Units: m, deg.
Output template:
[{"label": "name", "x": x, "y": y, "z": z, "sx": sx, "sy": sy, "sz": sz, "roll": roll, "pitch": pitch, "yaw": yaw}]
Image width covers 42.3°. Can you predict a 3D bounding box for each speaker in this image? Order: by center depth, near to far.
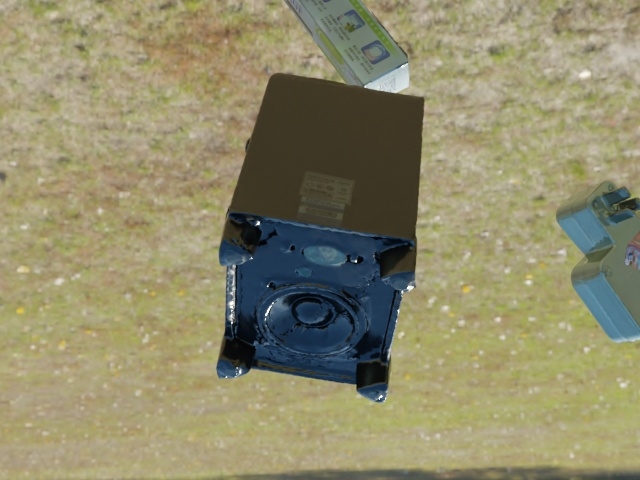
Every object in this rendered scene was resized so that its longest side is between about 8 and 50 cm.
[{"label": "speaker", "x": 0.000, "y": 0.000, "z": 0.852, "sx": 0.184, "sy": 0.254, "sz": 0.232, "roll": 9, "pitch": 135, "yaw": 2}]

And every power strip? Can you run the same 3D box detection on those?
[{"label": "power strip", "x": 0.555, "y": 0.015, "z": 1.474, "sx": 0.229, "sy": 0.261, "sz": 0.141, "roll": -38, "pitch": -176, "yaw": -29}]

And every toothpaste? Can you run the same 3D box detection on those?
[{"label": "toothpaste", "x": 0.016, "y": -0.350, "z": 1.266, "sx": 0.081, "sy": 0.337, "sz": 0.067, "roll": -29, "pitch": 154, "yaw": -9}]

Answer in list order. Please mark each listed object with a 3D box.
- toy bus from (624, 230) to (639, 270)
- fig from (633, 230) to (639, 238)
[{"label": "toy bus", "x": 0.473, "y": -0.034, "z": 1.068, "sx": 0.077, "sy": 0.192, "sz": 0.065, "roll": 35, "pitch": 164, "yaw": 30}, {"label": "fig", "x": 0.511, "y": 0.021, "z": 1.266, "sx": 0.073, "sy": 0.074, "sz": 0.088, "roll": -3, "pitch": 149, "yaw": 4}]
